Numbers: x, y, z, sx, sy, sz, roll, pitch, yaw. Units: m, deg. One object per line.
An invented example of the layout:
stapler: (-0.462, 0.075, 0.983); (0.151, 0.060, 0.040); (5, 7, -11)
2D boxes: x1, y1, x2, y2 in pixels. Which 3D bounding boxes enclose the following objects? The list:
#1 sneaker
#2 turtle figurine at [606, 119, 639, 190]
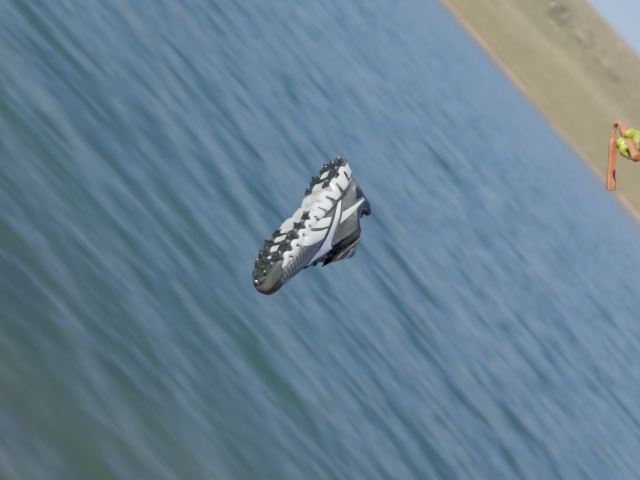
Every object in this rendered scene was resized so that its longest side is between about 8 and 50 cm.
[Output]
sneaker: (0.000, 0.000, 1.763); (0.106, 0.078, 0.234); (48, 53, -18)
turtle figurine: (0.388, -0.156, 1.429); (0.087, 0.269, 0.217); (29, 12, 4)
